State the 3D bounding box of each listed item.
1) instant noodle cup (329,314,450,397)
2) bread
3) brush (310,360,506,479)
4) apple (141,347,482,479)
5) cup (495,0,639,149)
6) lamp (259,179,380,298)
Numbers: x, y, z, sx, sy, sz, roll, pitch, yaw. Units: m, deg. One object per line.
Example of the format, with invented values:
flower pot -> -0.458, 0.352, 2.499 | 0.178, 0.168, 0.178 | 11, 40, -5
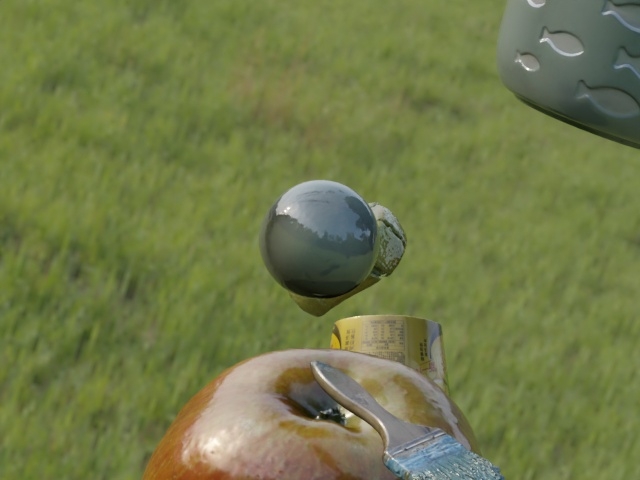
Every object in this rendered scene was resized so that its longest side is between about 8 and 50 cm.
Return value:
instant noodle cup -> 0.066, 0.146, 1.691 | 0.151, 0.122, 0.151 | -1, -16, 0
bread -> 0.027, 0.024, 1.912 | 0.064, 0.156, 0.117 | 49, 18, -15
brush -> 0.055, 0.144, 1.266 | 0.070, 0.021, 0.196 | -18, 41, -37
apple -> 0.003, 0.219, 1.465 | 0.309, 0.250, 0.277 | 6, 41, -37
cup -> 0.350, -0.213, 1.516 | 0.356, 0.275, 0.259 | 27, 15, 26
lamp -> 0.000, 0.000, 1.396 | 0.105, 0.105, 0.105 | 18, 14, -5
